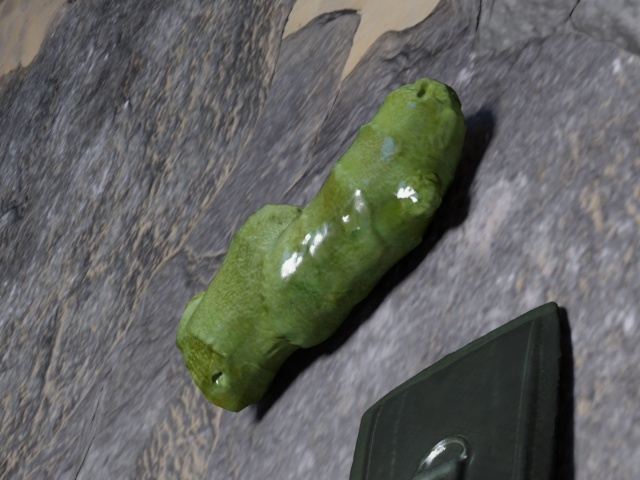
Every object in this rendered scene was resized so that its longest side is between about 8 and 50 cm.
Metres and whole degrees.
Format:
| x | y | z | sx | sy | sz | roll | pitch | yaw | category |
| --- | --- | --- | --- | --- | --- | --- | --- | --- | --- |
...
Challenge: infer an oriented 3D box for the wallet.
| x | y | z | sx | sy | sz | roll | pitch | yaw | category |
| --- | --- | --- | --- | --- | --- | --- | --- | --- | --- |
| 0.068 | 0.147 | 1.106 | 0.168 | 0.052 | 0.245 | -38 | 27 | 34 | wallet |

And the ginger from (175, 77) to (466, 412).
| x | y | z | sx | sy | sz | roll | pitch | yaw | category |
| --- | --- | --- | --- | --- | --- | --- | --- | --- | --- |
| -0.004 | 0.003 | 1.390 | 0.290 | 0.089 | 0.137 | -45 | 17 | 31 | ginger |
